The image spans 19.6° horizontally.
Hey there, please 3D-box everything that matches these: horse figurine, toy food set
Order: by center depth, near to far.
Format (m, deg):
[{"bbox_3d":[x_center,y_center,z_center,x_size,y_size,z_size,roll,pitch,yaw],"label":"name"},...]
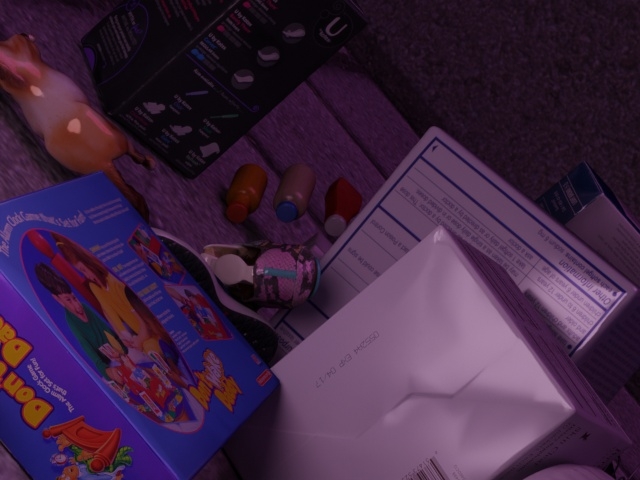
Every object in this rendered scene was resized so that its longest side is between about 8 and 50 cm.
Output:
[{"bbox_3d":[-0.240,-0.117,1.712,0.263,0.066,0.174,48,6,5],"label":"horse figurine"},{"bbox_3d":[0.000,0.000,2.126,0.232,0.111,0.104,47,24,-14],"label":"toy food set"}]

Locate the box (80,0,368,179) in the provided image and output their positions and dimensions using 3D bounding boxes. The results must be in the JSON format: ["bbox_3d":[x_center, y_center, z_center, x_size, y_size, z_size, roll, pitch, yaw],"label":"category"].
[{"bbox_3d":[-0.108,-0.228,2.034,0.143,0.270,0.165,39,16,-39],"label":"box"}]

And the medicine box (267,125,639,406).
[{"bbox_3d":[0.129,0.092,1.736,0.263,0.289,0.149,42,5,28],"label":"medicine box"}]

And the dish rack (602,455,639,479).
[{"bbox_3d":[0.389,0.320,1.991,0.271,0.074,0.208,13,-42,35],"label":"dish rack"}]

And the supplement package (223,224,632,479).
[{"bbox_3d":[0.082,0.159,1.537,0.204,0.262,0.145,56,14,29],"label":"supplement package"}]

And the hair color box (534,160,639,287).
[{"bbox_3d":[0.211,0.096,1.996,0.174,0.347,0.105,46,13,-20],"label":"hair color box"}]

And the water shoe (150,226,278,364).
[{"bbox_3d":[-0.122,0.052,1.648,0.080,0.073,0.203,31,-12,51],"label":"water shoe"}]

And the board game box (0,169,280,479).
[{"bbox_3d":[-0.162,0.074,1.366,0.233,0.078,0.347,50,12,1],"label":"board game box"}]

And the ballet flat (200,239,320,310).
[{"bbox_3d":[-0.071,0.031,1.735,0.079,0.077,0.221,13,-7,-19],"label":"ballet flat"}]

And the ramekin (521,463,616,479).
[{"bbox_3d":[0.170,0.295,1.459,0.127,0.273,0.273,46,9,28],"label":"ramekin"}]
